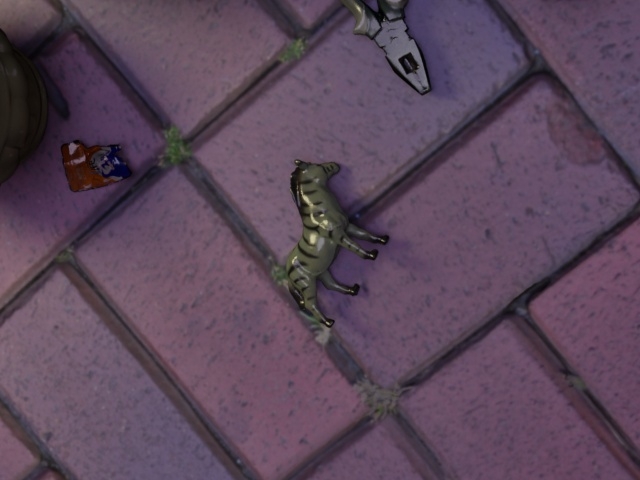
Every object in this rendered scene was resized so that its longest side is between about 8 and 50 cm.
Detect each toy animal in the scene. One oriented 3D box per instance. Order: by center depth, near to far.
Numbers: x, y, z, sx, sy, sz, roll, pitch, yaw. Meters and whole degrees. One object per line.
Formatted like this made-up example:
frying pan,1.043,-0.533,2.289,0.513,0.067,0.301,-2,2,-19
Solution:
toy animal,-0.001,0.000,1.457,0.176,0.073,0.217,30,107,8

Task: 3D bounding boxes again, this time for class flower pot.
flower pot,-0.540,-0.195,1.409,0.307,0.244,0.308,1,98,7

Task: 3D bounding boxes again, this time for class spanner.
spanner,0.070,-0.350,1.402,0.095,0.040,0.325,-30,93,12

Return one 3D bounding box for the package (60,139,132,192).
package,-0.343,-0.118,1.502,0.110,0.033,0.077,-7,122,22
